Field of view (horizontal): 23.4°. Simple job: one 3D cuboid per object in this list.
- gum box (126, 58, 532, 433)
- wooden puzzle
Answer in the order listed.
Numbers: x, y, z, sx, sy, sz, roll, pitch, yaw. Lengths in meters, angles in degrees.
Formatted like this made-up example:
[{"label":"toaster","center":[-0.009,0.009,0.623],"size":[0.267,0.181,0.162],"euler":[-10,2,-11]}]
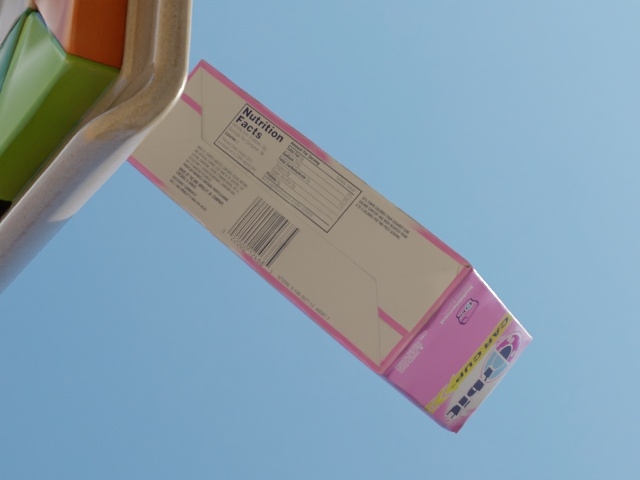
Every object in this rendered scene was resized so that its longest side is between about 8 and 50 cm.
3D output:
[{"label":"gum box","center":[0.000,0.000,0.727],"size":[0.188,0.107,0.062],"euler":[39,-92,29]},{"label":"wooden puzzle","center":[-0.104,-0.095,0.591],"size":[0.044,0.221,0.238],"euler":[19,-122,-23]}]
